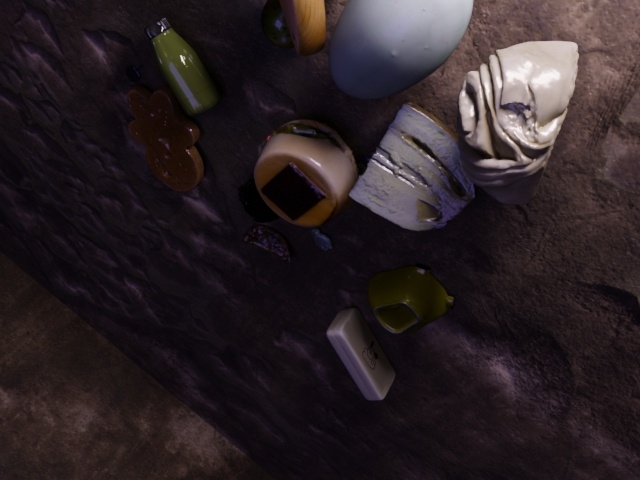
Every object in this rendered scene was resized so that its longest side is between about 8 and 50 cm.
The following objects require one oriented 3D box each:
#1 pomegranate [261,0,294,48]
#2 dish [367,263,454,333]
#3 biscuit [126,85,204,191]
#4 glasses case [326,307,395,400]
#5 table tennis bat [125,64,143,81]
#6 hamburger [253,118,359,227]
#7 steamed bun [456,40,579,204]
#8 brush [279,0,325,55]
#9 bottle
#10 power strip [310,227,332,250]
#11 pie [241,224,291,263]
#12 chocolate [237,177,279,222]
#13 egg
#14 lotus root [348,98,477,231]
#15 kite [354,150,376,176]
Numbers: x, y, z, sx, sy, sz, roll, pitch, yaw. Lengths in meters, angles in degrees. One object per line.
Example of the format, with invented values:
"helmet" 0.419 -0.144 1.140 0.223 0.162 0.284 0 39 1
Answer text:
"pomegranate" -0.076 -0.515 1.384 0.130 0.130 0.130 18 133 20
"dish" 0.248 0.196 1.757 0.221 0.108 0.262 49 136 -12
"biscuit" -0.476 -0.314 1.852 0.275 0.052 0.355 6 128 30
"glasses case" 0.138 0.378 1.961 0.070 0.131 0.313 -12 117 40
"table tennis bat" -0.557 -0.506 1.779 0.083 0.007 0.050 -19 113 43
"hamburger" -0.034 -0.178 1.591 0.301 0.170 0.302 19 138 18
"steamed bun" 0.374 -0.243 1.191 0.203 0.276 0.289 18 139 14
"brush" -0.003 -0.534 1.250 0.174 0.166 0.267 -119 14 -51
"bottle" -0.381 -0.473 1.615 0.112 0.112 0.260 -13 116 40
"power strip" 0.000 0.000 1.811 0.055 0.035 0.083 -22 114 42
"pie" -0.164 0.000 1.921 0.191 0.033 0.088 25 120 15
"chocolate" -0.188 -0.140 1.776 0.133 0.156 0.156 29 144 52
"egg" 0.150 -0.427 1.220 0.230 0.230 0.371 47 141 -9
"lotus root" 0.251 -0.168 1.435 0.260 0.149 0.267 31 117 1
"kite" 0.160 -0.182 1.573 0.189 0.009 0.232 29 136 10
